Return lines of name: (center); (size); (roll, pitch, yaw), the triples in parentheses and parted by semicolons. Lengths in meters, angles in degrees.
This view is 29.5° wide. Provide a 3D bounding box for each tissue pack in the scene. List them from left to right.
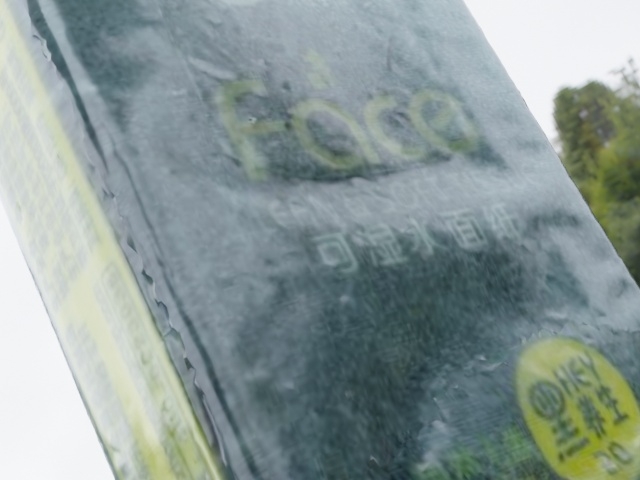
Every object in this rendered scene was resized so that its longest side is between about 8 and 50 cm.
tissue pack: (0.000, 0.000, 0.404); (0.185, 0.257, 0.081); (-10, -27, -39)
